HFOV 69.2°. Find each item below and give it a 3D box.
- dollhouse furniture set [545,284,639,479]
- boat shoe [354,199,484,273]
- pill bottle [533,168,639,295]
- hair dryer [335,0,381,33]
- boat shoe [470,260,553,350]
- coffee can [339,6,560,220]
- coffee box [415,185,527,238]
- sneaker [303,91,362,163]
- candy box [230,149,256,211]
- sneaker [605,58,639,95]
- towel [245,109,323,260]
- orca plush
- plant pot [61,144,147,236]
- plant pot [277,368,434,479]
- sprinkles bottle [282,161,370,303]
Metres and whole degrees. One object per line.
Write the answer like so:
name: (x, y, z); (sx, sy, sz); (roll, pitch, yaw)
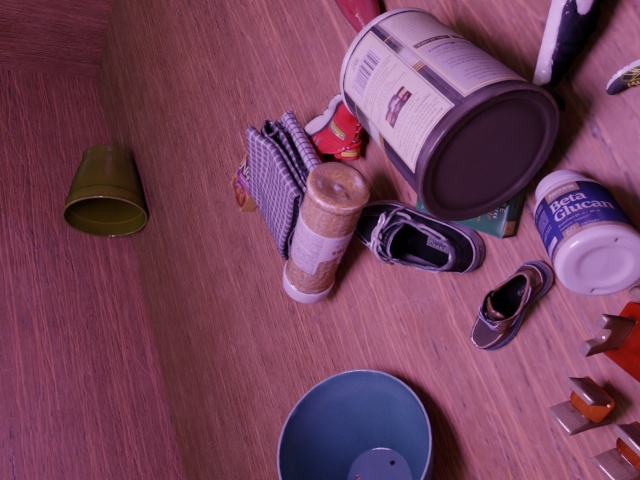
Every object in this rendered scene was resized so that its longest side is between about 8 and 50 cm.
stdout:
dollhouse furniture set: (0.433, 0.175, 0.509); (0.259, 0.135, 0.262); (54, 135, 50)
boat shoe: (0.143, -0.004, 0.859); (0.306, 0.104, 0.113); (29, 117, 48)
pill bottle: (0.320, -0.020, 0.572); (0.169, 0.094, 0.094); (-76, 9, -54)
hair dryer: (0.101, -0.518, 0.868); (0.223, 0.080, 0.294); (22, 113, 49)
boat shoe: (0.279, 0.105, 0.722); (0.066, 0.066, 0.183); (50, 131, 38)
coffee can: (0.171, -0.193, 0.681); (0.202, 0.201, 0.275); (-65, 36, 35)
coffee box: (0.244, -0.082, 0.766); (0.184, 0.040, 0.113); (26, 114, 50)
sneaker: (0.064, -0.227, 0.954); (0.279, 0.107, 0.119); (-25, 80, 63)
candy box: (-0.195, -0.180, 1.337); (0.187, 0.053, 0.109); (-48, 57, 44)
sneaker: (0.390, -0.201, 0.561); (0.083, 0.031, 0.035); (-40, 63, 48)
towel: (-0.083, -0.117, 1.077); (0.284, 0.121, 0.235); (101, 147, -55)
orca plush: (0.339, -0.304, 0.562); (0.102, 0.151, 0.288); (13, 105, 20)
plant pot: (-1.034, -0.257, 2.249); (0.366, 0.366, 0.353); (-43, 49, 47)
plant pot: (0.089, 0.427, 0.892); (0.290, 0.290, 0.196); (30, 154, 48)
sprinkles bottle: (0.000, 0.000, 0.965); (0.121, 0.121, 0.355); (62, 154, 27)
